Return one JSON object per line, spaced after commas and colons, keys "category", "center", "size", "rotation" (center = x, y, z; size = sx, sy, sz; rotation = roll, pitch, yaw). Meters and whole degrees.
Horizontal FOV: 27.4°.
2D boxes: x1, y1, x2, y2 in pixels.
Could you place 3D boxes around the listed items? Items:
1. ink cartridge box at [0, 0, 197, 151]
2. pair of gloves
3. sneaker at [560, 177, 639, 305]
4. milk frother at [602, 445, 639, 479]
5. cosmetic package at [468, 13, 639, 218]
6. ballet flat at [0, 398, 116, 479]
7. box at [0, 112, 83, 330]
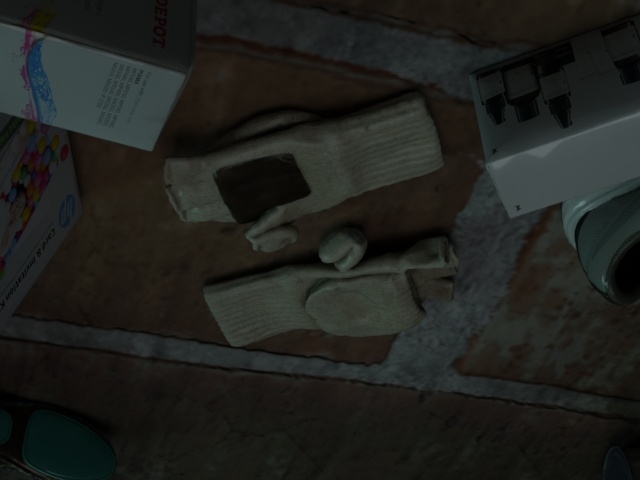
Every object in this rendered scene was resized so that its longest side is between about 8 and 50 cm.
{"category": "ink cartridge box", "center": [-0.167, -0.137, 0.772], "size": [0.175, 0.127, 0.072], "rotation": [15, 134, -18]}
{"category": "pair of gloves", "center": [0.000, 0.000, 0.989], "size": [0.204, 0.042, 0.240], "rotation": [-8, 137, 4]}
{"category": "sneaker", "center": [0.297, -0.042, 0.920], "size": [0.271, 0.108, 0.100], "rotation": [-36, 126, 27]}
{"category": "milk frother", "center": [0.341, 0.267, 1.217], "size": [0.135, 0.143, 0.129], "rotation": [-1, 143, -6]}
{"category": "cosmetic package", "center": [0.222, -0.101, 0.858], "size": [0.239, 0.099, 0.060], "rotation": [-19, 135, 14]}
{"category": "ballet flat", "center": [-0.270, 0.171, 1.144], "size": [0.188, 0.070, 0.070], "rotation": [26, 129, -25]}
{"category": "box", "center": [-0.215, -0.041, 0.856], "size": [0.038, 0.145, 0.186], "rotation": [15, 137, 13]}
